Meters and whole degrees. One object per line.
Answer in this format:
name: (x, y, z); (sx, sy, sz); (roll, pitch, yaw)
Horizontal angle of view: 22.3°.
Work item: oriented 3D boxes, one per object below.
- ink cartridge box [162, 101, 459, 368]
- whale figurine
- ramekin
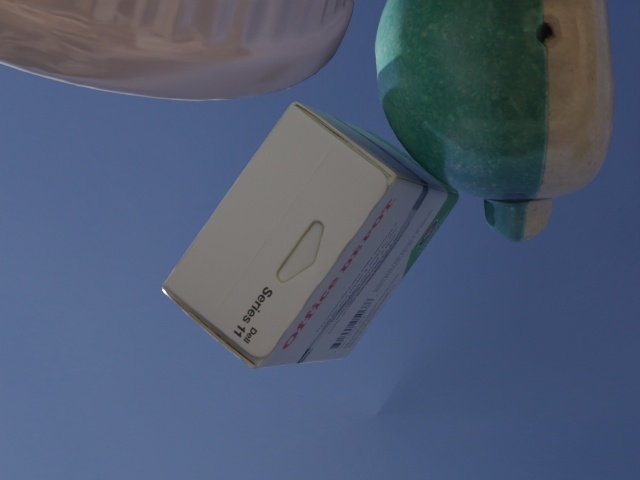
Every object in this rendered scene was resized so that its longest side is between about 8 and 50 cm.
ink cartridge box: (0.000, 0.000, 1.082); (0.087, 0.208, 0.153); (37, -83, 14)
whale figurine: (0.100, -0.105, 1.058); (0.141, 0.272, 0.216); (-4, -94, -5)
ramekin: (-0.096, -0.185, 0.718); (0.273, 0.273, 0.127); (25, -61, 4)
